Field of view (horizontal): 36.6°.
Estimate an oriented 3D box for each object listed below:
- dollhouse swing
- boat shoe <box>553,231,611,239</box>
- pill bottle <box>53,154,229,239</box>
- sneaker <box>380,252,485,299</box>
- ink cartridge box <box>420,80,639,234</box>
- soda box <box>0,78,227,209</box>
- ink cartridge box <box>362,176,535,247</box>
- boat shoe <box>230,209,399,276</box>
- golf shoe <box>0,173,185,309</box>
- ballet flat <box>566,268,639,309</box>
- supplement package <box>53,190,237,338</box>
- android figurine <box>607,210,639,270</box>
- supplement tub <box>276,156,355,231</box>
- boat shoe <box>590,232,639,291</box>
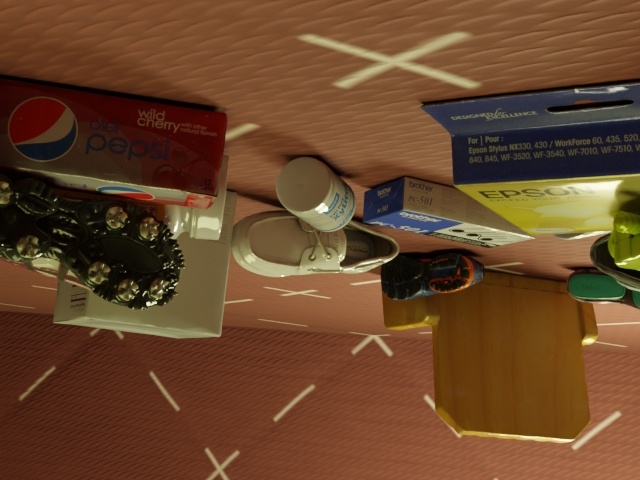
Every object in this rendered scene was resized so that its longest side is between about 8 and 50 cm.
[{"bbox_3d":[0.314,0.221,1.855,0.347,0.304,0.315,7,169,-16],"label":"dollhouse swing"},{"bbox_3d":[0.354,-0.019,1.279,0.100,0.035,0.035,-14,157,42],"label":"boat shoe"},{"bbox_3d":[-0.213,-0.060,1.096,0.209,0.119,0.119,6,169,-8],"label":"pill bottle"},{"bbox_3d":[0.193,0.065,1.692,0.087,0.083,0.221,4,176,-44],"label":"sneaker"},{"bbox_3d":[0.296,-0.070,0.946,0.304,0.072,0.307,-1,169,33],"label":"ink cartridge box"},{"bbox_3d":[-0.232,-0.097,0.980,0.263,0.092,0.083,8,169,-11],"label":"soda box"},{"bbox_3d":[0.168,-0.034,1.253,0.207,0.046,0.097,11,167,-27],"label":"ink cartridge box"},{"bbox_3d":[0.000,0.000,1.400,0.277,0.098,0.096,1,173,-41],"label":"boat shoe"},{"bbox_3d":[-0.266,-0.006,1.013,0.273,0.105,0.120,26,168,-41],"label":"golf shoe"},{"bbox_3d":[0.535,0.080,1.652,0.222,0.076,0.079,4,-171,33],"label":"ballet flat"},{"bbox_3d":[-0.241,0.022,1.326,0.194,0.203,0.149,12,167,-30],"label":"supplement package"},{"bbox_3d":[0.405,0.001,0.960,0.273,0.056,0.248,10,167,-34],"label":"android figurine"},{"bbox_3d":[-0.004,-0.054,1.162,0.071,0.071,0.107,2,170,19],"label":"supplement tub"},{"bbox_3d":[0.499,0.035,1.253,0.119,0.121,0.335,7,172,-35],"label":"boat shoe"}]
